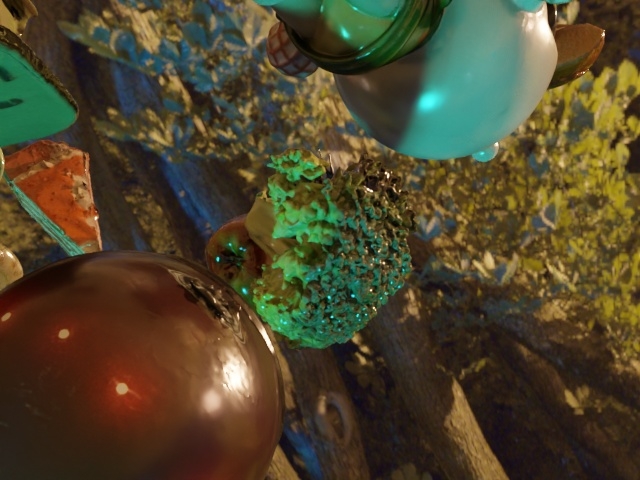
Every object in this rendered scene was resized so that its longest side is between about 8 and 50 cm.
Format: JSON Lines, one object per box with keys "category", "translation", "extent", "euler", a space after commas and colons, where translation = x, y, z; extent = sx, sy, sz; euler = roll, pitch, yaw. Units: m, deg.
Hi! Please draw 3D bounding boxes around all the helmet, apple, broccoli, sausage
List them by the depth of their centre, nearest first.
{"category": "helmet", "translation": [-0.125, 0.107, 0.403], "extent": [0.189, 0.193, 0.216], "euler": [41, -94, 8]}
{"category": "sausage", "translation": [0.260, -0.246, 0.993], "extent": [0.330, 0.102, 0.102], "euler": [-17, -143, -19]}
{"category": "broccoli", "translation": [0.000, 0.009, 1.182], "extent": [0.281, 0.348, 0.293], "euler": [32, -162, 29]}
{"category": "apple", "translation": [-0.135, 0.051, 1.489], "extent": [0.234, 0.234, 0.234], "euler": [-12, -140, 11]}

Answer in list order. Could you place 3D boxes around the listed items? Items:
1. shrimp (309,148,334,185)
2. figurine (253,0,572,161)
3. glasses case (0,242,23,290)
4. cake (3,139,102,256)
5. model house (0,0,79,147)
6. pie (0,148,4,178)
{"category": "shrimp", "translation": [0.058, -0.035, 1.446], "extent": [0.116, 0.343, 0.145], "euler": [-25, -166, 28]}
{"category": "figurine", "translation": [0.066, -0.164, 0.535], "extent": [0.281, 0.370, 0.167], "euler": [-8, -103, 30]}
{"category": "glasses case", "translation": [-0.874, 0.167, 1.590], "extent": [0.098, 0.156, 0.425], "euler": [20, -124, 43]}
{"category": "cake", "translation": [-0.382, -0.044, 1.090], "extent": [0.135, 0.098, 0.287], "euler": [-26, -110, -36]}
{"category": "model house", "translation": [-0.331, -0.208, 0.513], "extent": [0.218, 0.205, 0.279], "euler": [-16, -98, -6]}
{"category": "pie", "translation": [-0.429, -0.094, 0.858], "extent": [0.085, 0.085, 0.017], "euler": [-31, -173, -12]}
